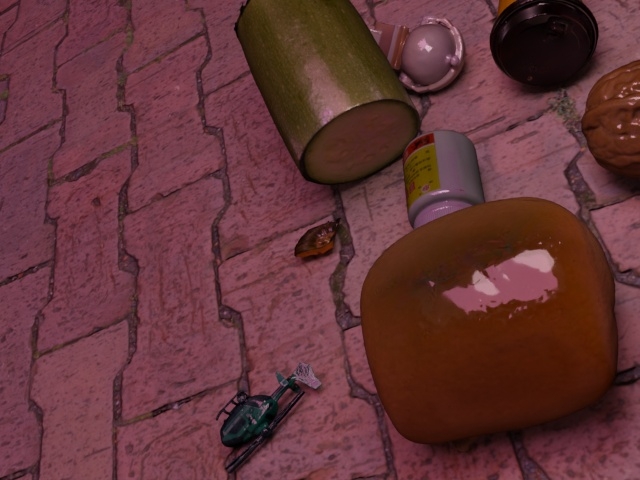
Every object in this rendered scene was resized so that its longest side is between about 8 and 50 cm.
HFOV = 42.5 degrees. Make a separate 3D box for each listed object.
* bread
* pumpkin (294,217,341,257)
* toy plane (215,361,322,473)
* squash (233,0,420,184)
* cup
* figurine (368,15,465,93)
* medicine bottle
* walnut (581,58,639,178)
[{"bbox_3d":[0.252,0.103,1.243,0.376,0.253,0.347,-15,47,22],"label":"bread"},{"bbox_3d":[-0.001,0.000,1.643,0.101,0.035,0.073,-20,37,24],"label":"pumpkin"},{"bbox_3d":[-0.104,0.302,1.464,0.235,0.060,0.096,-47,53,0],"label":"toy plane"},{"bbox_3d":[0.002,-0.334,1.660,0.263,0.263,0.384,-31,63,11],"label":"squash"},{"bbox_3d":[0.423,-0.439,1.591,0.197,0.196,0.279,-16,42,23],"label":"cup"},{"bbox_3d":[0.209,-0.395,1.744,0.237,0.141,0.162,18,98,39],"label":"figurine"},{"bbox_3d":[0.222,-0.079,1.475,0.139,0.139,0.225,-19,49,21],"label":"medicine bottle"},{"bbox_3d":[0.528,-0.197,1.331,0.213,0.213,0.213,-18,50,22],"label":"walnut"}]
